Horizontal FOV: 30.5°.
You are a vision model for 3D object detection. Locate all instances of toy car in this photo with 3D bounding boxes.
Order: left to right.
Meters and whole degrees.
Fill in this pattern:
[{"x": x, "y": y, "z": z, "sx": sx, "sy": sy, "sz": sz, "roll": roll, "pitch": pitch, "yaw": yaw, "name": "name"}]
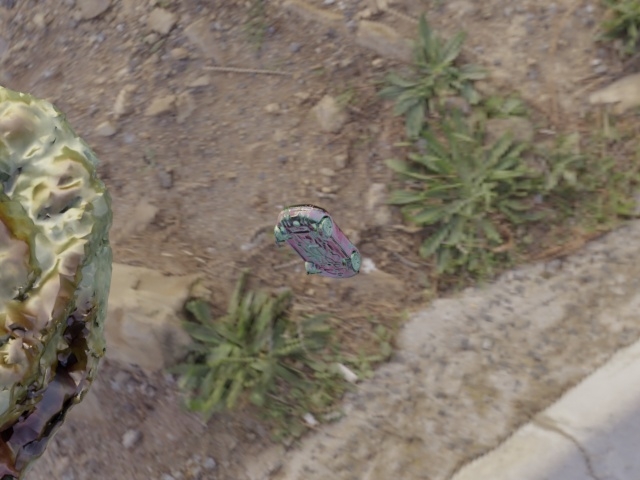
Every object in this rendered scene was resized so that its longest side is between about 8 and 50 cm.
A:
[{"x": 0.000, "y": 0.000, "z": 1.427, "sx": 0.142, "sy": 0.069, "sz": 0.055, "roll": 50, "pitch": 43, "yaw": -49, "name": "toy car"}]

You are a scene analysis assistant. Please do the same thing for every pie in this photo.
[{"x": -0.348, "y": 0.017, "z": 0.842, "sx": 0.395, "sy": 0.180, "sz": 0.418, "roll": 10, "pitch": 55, "yaw": 0, "name": "pie"}]
